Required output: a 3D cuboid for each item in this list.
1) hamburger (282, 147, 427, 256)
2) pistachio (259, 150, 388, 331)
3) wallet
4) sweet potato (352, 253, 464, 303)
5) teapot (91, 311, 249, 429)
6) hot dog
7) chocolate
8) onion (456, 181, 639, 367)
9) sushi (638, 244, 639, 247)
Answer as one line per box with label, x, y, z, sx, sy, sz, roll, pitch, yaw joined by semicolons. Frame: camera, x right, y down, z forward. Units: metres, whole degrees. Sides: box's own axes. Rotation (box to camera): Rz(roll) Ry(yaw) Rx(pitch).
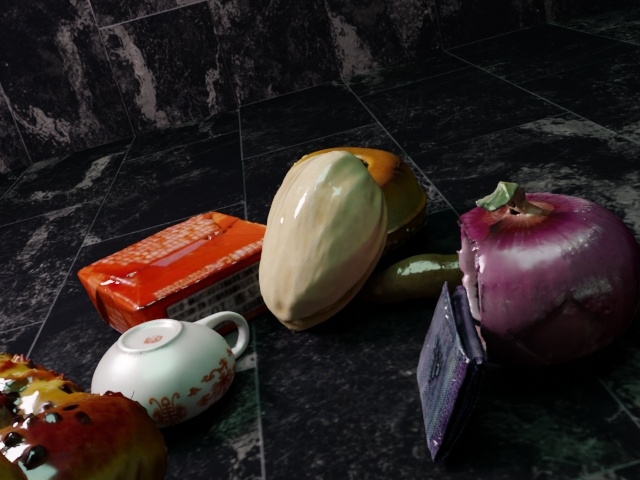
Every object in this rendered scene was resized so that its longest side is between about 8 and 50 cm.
hamburger;0.045;-0.049;1.186;0.237;0.147;0.237;-5;31;3
pistachio;0.000;0.000;1.004;0.157;0.157;0.229;10;75;48
wallet;0.122;0.120;0.764;0.030;0.111;0.166;13;21;-2
sweet potato;0.156;0.042;0.996;0.281;0.059;0.067;-8;13;15
teapot;-0.168;0.145;0.917;0.245;0.116;0.159;-25;11;-40
hot dog;-0.323;0.188;0.657;0.365;0.196;0.367;8;2;41
chocolate;-0.183;0.058;1.125;0.237;0.108;0.235;-26;23;-30
onion;0.233;0.033;0.821;0.200;0.200;0.207;-16;-7;-1
sushi;0.323;0.006;1.014;0.120;0.026;0.126;-24;22;-21
